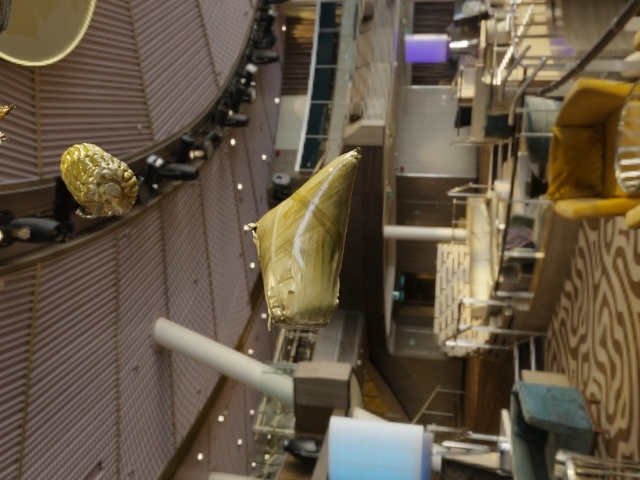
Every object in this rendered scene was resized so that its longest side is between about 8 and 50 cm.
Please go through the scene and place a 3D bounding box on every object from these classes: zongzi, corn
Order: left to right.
[{"bbox_3d":[-0.381,-0.105,0.982,0.293,0.106,0.106,28,124,57],"label":"corn"},{"bbox_3d":[0.000,0.000,0.733,0.099,0.197,0.194,21,-140,-38],"label":"zongzi"}]

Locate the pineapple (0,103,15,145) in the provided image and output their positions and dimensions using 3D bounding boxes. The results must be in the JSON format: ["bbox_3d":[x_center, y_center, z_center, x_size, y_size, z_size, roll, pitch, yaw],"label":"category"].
[{"bbox_3d":[-0.517,-0.157,0.714,0.233,0.135,0.079,25,-134,-31],"label":"pineapple"}]

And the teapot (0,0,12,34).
[{"bbox_3d":[-0.552,-0.495,0.791,0.362,0.376,0.305,-54,-18,11],"label":"teapot"}]
